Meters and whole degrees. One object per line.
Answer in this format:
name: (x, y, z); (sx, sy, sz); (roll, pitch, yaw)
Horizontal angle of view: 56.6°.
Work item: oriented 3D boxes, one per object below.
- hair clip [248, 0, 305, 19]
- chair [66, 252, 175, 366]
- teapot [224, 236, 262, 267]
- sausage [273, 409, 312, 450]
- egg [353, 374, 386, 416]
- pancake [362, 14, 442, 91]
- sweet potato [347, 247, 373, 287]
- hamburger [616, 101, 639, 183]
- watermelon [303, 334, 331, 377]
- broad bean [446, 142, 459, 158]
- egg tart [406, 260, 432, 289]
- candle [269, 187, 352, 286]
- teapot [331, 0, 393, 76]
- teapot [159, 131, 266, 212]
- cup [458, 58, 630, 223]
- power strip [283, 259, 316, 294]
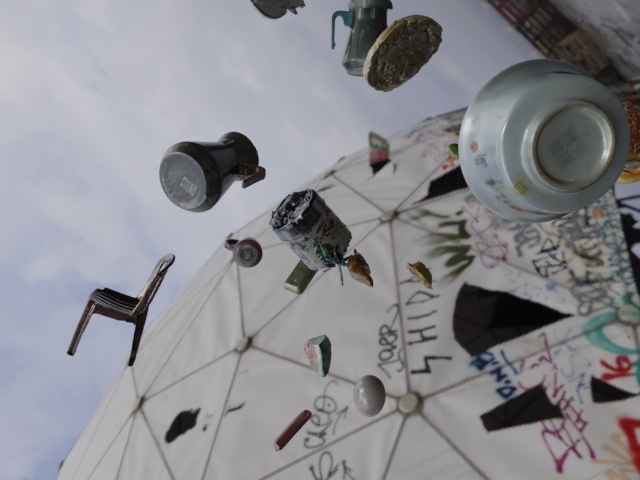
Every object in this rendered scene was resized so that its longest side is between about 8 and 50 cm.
hair clip: (-0.154, -0.768, 1.898); (0.220, 0.054, 0.140); (-6, -105, -37)
chair: (-0.547, 0.166, 1.651); (0.183, 0.326, 0.175); (20, -172, -15)
teapot: (-0.303, 0.041, 2.375); (0.146, 0.148, 0.116); (-102, 2, -75)
sausage: (-0.080, 0.531, 1.665); (0.035, 0.030, 0.147); (43, -121, 13)
egg: (0.154, 0.487, 1.864); (0.103, 0.135, 0.103); (0, -170, 0)
pancake: (0.246, -0.557, 1.781); (0.282, 0.282, 0.049); (7, -141, -54)
sweet potato: (0.118, 0.097, 1.742); (0.068, 0.068, 0.226); (34, -165, -22)
hamburger: (0.765, -0.254, 1.521); (0.237, 0.237, 0.147); (51, 168, 15)
watermelon: (-0.007, 0.429, 2.254); (0.081, 0.094, 0.180); (43, -163, -40)
broad bean: (0.532, -0.347, 2.316); (0.083, 0.045, 0.063); (20, -120, 7)
egg tart: (0.350, 0.115, 2.044); (0.129, 0.049, 0.129); (48, 178, 2)
candle: (0.000, 0.000, 1.876); (0.330, 0.187, 0.187); (48, -160, -24)
teapot: (0.135, -0.635, 1.858); (0.203, 0.225, 0.171); (0, -174, 0)
teapot: (-0.373, -0.255, 2.143); (0.300, 0.253, 0.344); (21, -149, 18)
cup: (0.471, -0.192, 1.196); (0.347, 0.347, 0.163); (39, -175, -12)
power strip: (-0.026, 0.074, 2.606); (0.092, 0.387, 0.066); (19, 150, 29)
